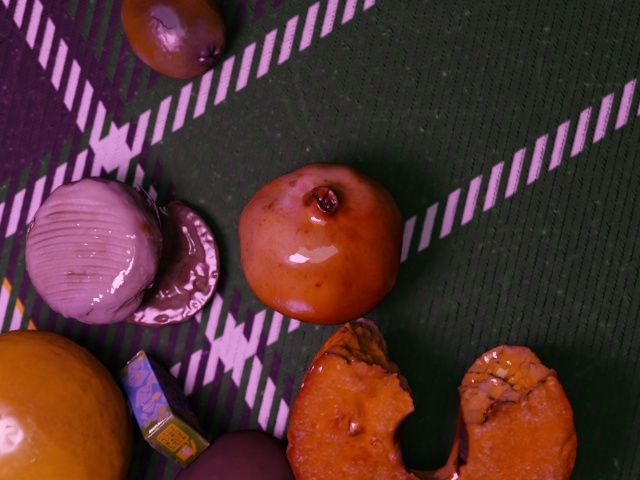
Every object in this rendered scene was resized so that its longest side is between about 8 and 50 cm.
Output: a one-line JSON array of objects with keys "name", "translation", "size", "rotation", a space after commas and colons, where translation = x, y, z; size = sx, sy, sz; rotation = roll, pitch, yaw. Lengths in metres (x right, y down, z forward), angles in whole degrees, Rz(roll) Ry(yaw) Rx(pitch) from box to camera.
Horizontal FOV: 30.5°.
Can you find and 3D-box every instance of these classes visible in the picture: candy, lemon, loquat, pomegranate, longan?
[{"name": "candy", "translation": [-0.248, 0.262, 1.839], "size": [0.062, 0.194, 0.097], "rotation": [-43, 124, 2]}, {"name": "lemon", "translation": [-0.448, 0.305, 1.799], "size": [0.348, 0.348, 0.348], "rotation": [0, 88, 5]}, {"name": "loquat", "translation": [-0.240, -0.348, 1.895], "size": [0.195, 0.152, 0.152], "rotation": [42, 92, 13]}, {"name": "pomegranate", "translation": [0.000, 0.000, 1.807], "size": [0.264, 0.264, 0.264], "rotation": [0, 88, 5]}, {"name": "longan", "translation": [-0.121, 0.418, 1.827], "size": [0.248, 0.248, 0.248], "rotation": [0, 88, 5]}]

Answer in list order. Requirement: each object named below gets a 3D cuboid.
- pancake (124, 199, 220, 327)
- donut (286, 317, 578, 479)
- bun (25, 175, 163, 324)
[{"name": "pancake", "translation": [-0.279, 0.038, 1.933], "size": [0.236, 0.042, 0.222], "rotation": [-25, 84, 5]}, {"name": "donut", "translation": [0.152, 0.314, 1.795], "size": [0.435, 0.163, 0.377], "rotation": [13, 104, -7]}, {"name": "bun", "translation": [-0.349, 0.012, 1.857], "size": [0.239, 0.141, 0.239], "rotation": [-3, 80, 18]}]
